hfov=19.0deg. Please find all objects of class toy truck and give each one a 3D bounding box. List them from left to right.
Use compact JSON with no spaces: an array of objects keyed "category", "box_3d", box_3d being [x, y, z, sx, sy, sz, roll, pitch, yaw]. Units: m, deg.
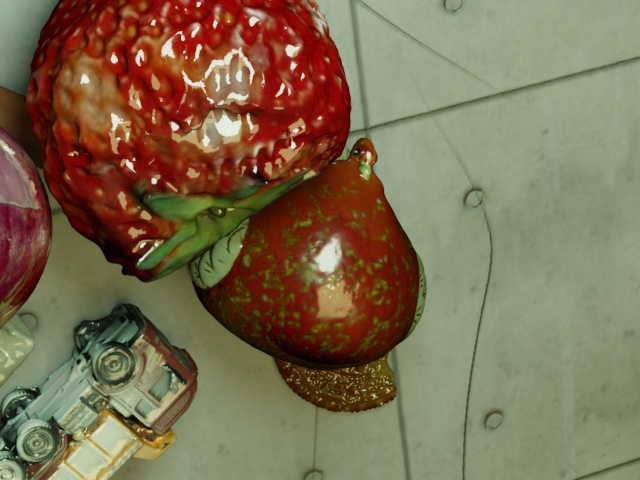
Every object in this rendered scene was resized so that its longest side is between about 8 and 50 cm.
[{"category":"toy truck","box_3d":[-0.244,0.196,1.911,0.270,0.114,0.135,-46,117,0]}]

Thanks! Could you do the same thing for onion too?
[{"category":"onion","box_3d":[-0.360,-0.002,1.707,0.256,0.230,0.272,-4,78,14]}]

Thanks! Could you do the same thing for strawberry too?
[{"category":"strawberry","box_3d":[-0.132,-0.148,1.692,0.292,0.292,0.310,-31,94,-9]}]

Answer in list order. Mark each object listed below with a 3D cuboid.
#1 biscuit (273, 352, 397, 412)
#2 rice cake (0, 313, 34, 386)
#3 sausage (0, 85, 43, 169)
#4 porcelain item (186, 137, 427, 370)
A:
[{"category":"biscuit","box_3d":[0.010,0.109,2.035,0.126,0.025,0.206,-27,118,-11]},{"category":"rice cake","box_3d":[-0.376,0.179,1.878,0.256,0.057,0.052,-51,151,3]},{"category":"sausage","box_3d":[-0.284,-0.110,1.794,0.304,0.078,0.078,23,100,-30]},{"category":"porcelain item","box_3d":[0.000,0.000,1.860,0.253,0.253,0.253,-8,113,-20]}]
